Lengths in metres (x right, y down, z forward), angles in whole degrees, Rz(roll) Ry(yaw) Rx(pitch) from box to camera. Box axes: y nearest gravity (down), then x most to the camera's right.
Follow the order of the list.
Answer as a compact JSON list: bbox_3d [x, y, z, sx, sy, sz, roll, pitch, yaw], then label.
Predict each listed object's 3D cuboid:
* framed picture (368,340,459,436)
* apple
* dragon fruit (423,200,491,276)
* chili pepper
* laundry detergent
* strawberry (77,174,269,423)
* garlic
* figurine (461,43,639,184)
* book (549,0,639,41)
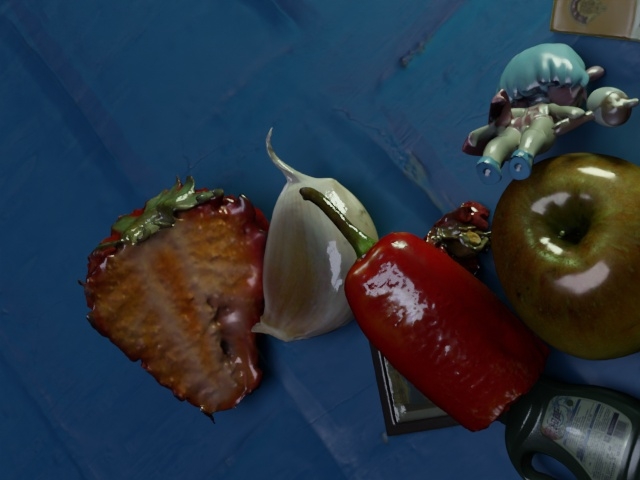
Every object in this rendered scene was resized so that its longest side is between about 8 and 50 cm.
[{"bbox_3d":[0.147,0.166,1.985,0.168,0.023,0.128,-13,85,30],"label":"framed picture"},{"bbox_3d":[0.304,0.020,1.804,0.237,0.207,0.237,-9,69,24],"label":"apple"},{"bbox_3d":[0.147,0.041,1.961,0.092,0.122,0.192,35,92,-4],"label":"dragon fruit"},{"bbox_3d":[0.096,0.060,1.818,0.338,0.131,0.134,46,133,-1],"label":"chili pepper"},{"bbox_3d":[0.278,0.230,1.873,0.221,0.078,0.144,15,98,25],"label":"laundry detergent"},{"bbox_3d":[-0.164,0.055,2.092,0.253,0.280,0.150,-47,25,-5],"label":"strawberry"},{"bbox_3d":[0.003,-0.004,2.006,0.148,0.128,0.267,2,92,-13],"label":"garlic"},{"bbox_3d":[0.249,-0.147,1.786,0.205,0.260,0.103,-24,106,33],"label":"figurine"},{"bbox_3d":[0.410,-0.321,1.820,0.295,0.020,0.208,11,96,29],"label":"book"}]
